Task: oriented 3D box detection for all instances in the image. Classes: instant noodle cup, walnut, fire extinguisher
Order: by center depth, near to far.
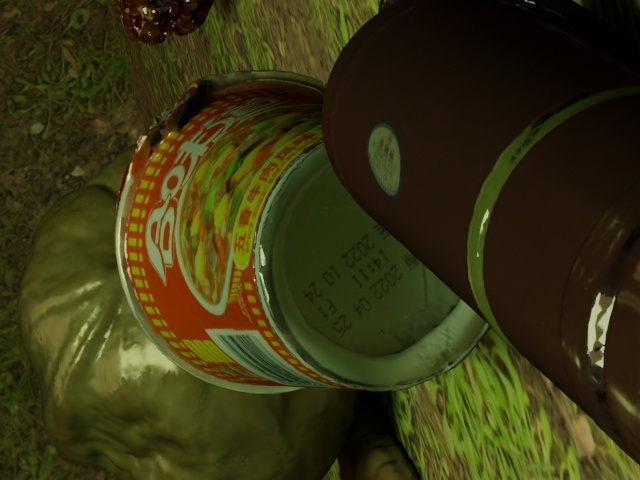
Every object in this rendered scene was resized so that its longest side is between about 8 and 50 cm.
[{"bbox_3d":[0.079,-0.007,0.614,0.341,0.105,0.141,-133,29,-66],"label":"fire extinguisher"},{"bbox_3d":[0.000,0.000,0.984,0.212,0.193,0.193,-170,64,-73],"label":"instant noodle cup"},{"bbox_3d":[-0.099,0.069,1.414,0.277,0.282,0.253,101,-166,-56],"label":"walnut"}]

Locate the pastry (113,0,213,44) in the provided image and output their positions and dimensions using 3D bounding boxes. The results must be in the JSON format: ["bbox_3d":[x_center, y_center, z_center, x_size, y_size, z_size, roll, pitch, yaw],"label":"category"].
[{"bbox_3d":[-0.142,-0.270,1.609,0.115,0.097,0.208,-124,22,-54],"label":"pastry"}]

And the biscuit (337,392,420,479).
[{"bbox_3d":[0.065,0.287,1.510,0.217,0.044,0.325,-129,24,-66],"label":"biscuit"}]
